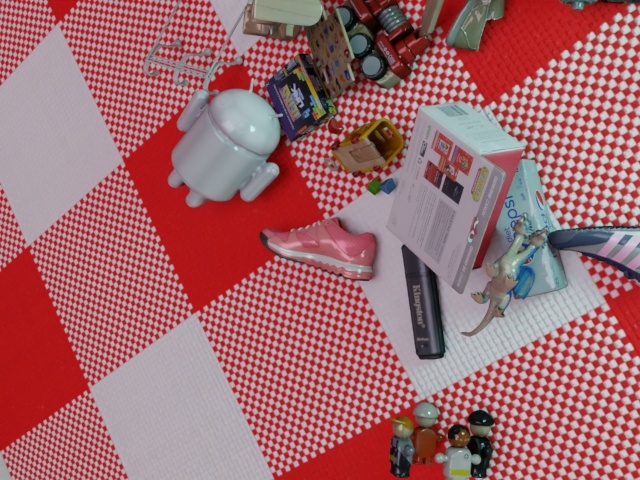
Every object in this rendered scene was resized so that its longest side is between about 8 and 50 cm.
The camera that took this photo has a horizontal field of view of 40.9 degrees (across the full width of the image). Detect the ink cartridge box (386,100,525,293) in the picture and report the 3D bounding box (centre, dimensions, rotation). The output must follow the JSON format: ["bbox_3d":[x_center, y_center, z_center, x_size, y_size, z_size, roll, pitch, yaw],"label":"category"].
[{"bbox_3d":[0.295,-0.089,1.799,0.272,0.130,0.309,47,137,39],"label":"ink cartridge box"}]

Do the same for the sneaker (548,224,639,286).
[{"bbox_3d":[0.613,0.035,1.713,0.319,0.112,0.131,3,95,32],"label":"sneaker"}]

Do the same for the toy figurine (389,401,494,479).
[{"bbox_3d":[0.266,0.447,1.898,0.213,0.209,0.148,5,90,31],"label":"toy figurine"}]

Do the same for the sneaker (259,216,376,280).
[{"bbox_3d":[0.001,0.000,2.109,0.314,0.116,0.136,17,92,23],"label":"sneaker"}]

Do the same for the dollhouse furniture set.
[{"bbox_3d":[-0.023,-0.656,1.957,0.256,0.362,0.394,5,97,-9],"label":"dollhouse furniture set"}]

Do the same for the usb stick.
[{"bbox_3d":[0.239,0.137,1.990,0.077,0.045,0.278,-8,89,31],"label":"usb stick"}]

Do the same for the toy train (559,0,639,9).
[{"bbox_3d":[0.546,-0.522,1.605,0.190,0.334,0.142,5,94,17],"label":"toy train"}]

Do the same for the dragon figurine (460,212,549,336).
[{"bbox_3d":[0.385,0.084,1.765,0.085,0.144,0.289,31,129,26],"label":"dragon figurine"}]

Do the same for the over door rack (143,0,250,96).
[{"bbox_3d":[-0.305,-0.554,2.261,0.239,0.108,0.324,21,90,28],"label":"over door rack"}]

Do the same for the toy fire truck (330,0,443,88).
[{"bbox_3d":[0.170,-0.499,1.946,0.246,0.158,0.217,-34,75,17],"label":"toy fire truck"}]

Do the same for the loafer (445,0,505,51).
[{"bbox_3d":[0.364,-0.521,1.858,0.087,0.094,0.251,29,119,1],"label":"loafer"}]

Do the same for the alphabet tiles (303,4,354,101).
[{"bbox_3d":[0.023,-0.446,2.008,0.237,0.009,0.198,158,93,-73],"label":"alphabet tiles"}]

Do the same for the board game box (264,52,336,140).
[{"bbox_3d":[-0.052,-0.354,2.126,0.141,0.048,0.170,-33,75,38],"label":"board game box"}]

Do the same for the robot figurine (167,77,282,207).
[{"bbox_3d":[-0.239,-0.240,2.169,0.300,0.200,0.353,46,117,2],"label":"robot figurine"}]

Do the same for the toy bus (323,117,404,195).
[{"bbox_3d":[0.108,-0.221,2.014,0.202,0.191,0.104,32,66,25],"label":"toy bus"}]

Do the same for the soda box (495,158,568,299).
[{"bbox_3d":[0.436,-0.025,1.831,0.098,0.091,0.286,-17,84,32],"label":"soda box"}]
